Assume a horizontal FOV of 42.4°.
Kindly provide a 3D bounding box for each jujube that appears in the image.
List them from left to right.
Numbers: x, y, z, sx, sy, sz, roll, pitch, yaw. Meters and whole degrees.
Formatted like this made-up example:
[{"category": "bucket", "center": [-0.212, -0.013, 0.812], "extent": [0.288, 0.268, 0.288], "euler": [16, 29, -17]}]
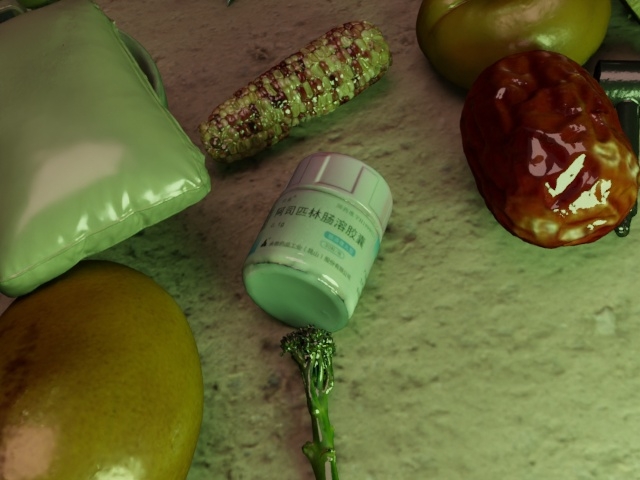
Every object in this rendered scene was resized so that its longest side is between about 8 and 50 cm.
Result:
[{"category": "jujube", "center": [0.252, -0.105, 0.929], "extent": [0.174, 0.174, 0.250], "euler": [-12, 55, 3]}]

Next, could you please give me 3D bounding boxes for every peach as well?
[{"category": "peach", "center": [0.250, -0.300, 1.095], "extent": [0.251, 0.153, 0.251], "euler": [-16, 52, 21]}]

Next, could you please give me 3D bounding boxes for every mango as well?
[{"category": "mango", "center": [-0.246, 0.171, 0.804], "extent": [0.264, 0.221, 0.378], "euler": [-6, 44, 12]}]

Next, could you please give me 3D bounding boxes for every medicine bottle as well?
[{"category": "medicine bottle", "center": [0.000, 0.000, 0.929], "extent": [0.135, 0.135, 0.168], "euler": [11, 54, 20]}]

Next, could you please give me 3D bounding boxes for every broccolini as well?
[{"category": "broccolini", "center": [0.003, 0.183, 0.839], "extent": [0.058, 0.067, 0.216], "euler": [-39, 44, 32]}]

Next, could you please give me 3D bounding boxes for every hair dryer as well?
[{"category": "hair dryer", "center": [0.378, -0.113, 0.977], "extent": [0.114, 0.070, 0.248], "euler": [4, 59, 15]}]

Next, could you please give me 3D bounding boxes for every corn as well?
[{"category": "corn", "center": [-0.034, -0.195, 1.106], "extent": [0.290, 0.098, 0.098], "euler": [-36, 55, -10]}]

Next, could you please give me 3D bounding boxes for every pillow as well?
[{"category": "pillow", "center": [-0.291, -0.117, 0.893], "extent": [0.255, 0.119, 0.322], "euler": [-29, 65, -13]}]

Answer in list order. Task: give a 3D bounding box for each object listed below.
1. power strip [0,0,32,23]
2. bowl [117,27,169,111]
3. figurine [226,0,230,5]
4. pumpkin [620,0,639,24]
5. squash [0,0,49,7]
[{"category": "power strip", "center": [-0.563, -0.318, 1.315], "extent": [0.227, 0.080, 0.029], "euler": [-21, 52, -3]}, {"category": "bowl", "center": [-0.339, -0.129, 1.058], "extent": [0.307, 0.163, 0.307], "euler": [-1, 63, 3]}, {"category": "figurine", "center": [-0.125, -0.485, 1.324], "extent": [0.184, 0.128, 0.208], "euler": [6, 64, 13]}, {"category": "pumpkin", "center": [0.413, -0.358, 1.071], "extent": [0.110, 0.217, 0.217], "euler": [-33, 52, 8]}, {"category": "squash", "center": [-0.558, -0.424, 1.398], "extent": [0.250, 0.083, 0.083], "euler": [-9, 53, 10]}]
